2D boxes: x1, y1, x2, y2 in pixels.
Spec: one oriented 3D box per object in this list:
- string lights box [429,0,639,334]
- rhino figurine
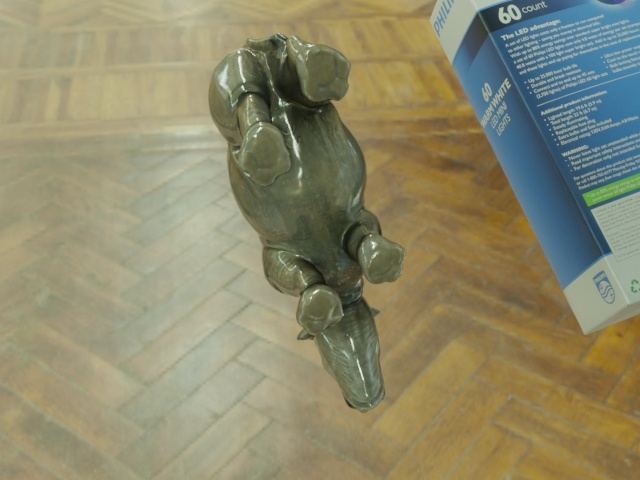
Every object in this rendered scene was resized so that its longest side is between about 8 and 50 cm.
[{"bbox_3d":[0.191,-0.083,0.626,0.133,0.077,0.260,-18,72,-13],"label":"string lights box"},{"bbox_3d":[0.000,0.000,0.499,0.073,0.243,0.106,-21,30,-8],"label":"rhino figurine"}]
